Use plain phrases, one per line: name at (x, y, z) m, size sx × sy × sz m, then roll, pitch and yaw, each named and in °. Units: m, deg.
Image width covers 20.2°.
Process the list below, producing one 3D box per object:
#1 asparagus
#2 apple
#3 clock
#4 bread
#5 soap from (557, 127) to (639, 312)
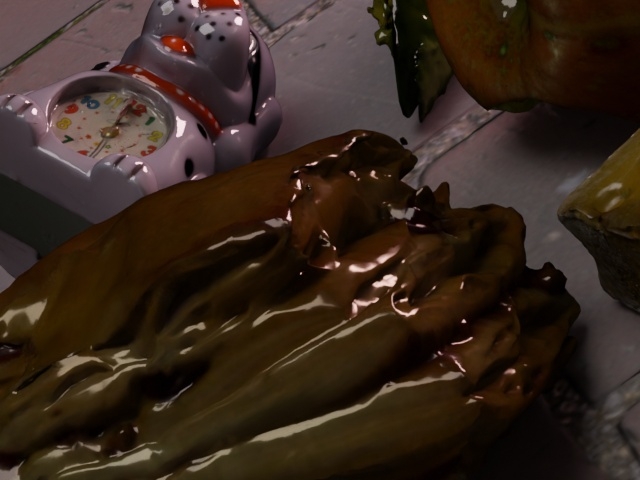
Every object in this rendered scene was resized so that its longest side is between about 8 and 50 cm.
asparagus at (0.113, -0.242, 1.335) m, size 0.382 × 0.128 × 0.108 m, roll -55°, pitch -2°, yaw -30°
apple at (0.186, -0.192, 1.113) m, size 0.226 × 0.246 × 0.246 m, roll -26°, pitch 24°, yaw -23°
clock at (-0.116, -0.079, 1.302) m, size 0.189 × 0.189 × 0.254 m, roll -3°, pitch 34°, yaw 44°
bread at (-0.050, 0.050, 0.917) m, size 0.325 × 0.167 × 0.277 m, roll -15°, pitch 5°, yaw 20°
soap at (0.266, -0.060, 0.929) m, size 0.257 × 0.080 × 0.160 m, roll -42°, pitch 30°, yaw -13°
